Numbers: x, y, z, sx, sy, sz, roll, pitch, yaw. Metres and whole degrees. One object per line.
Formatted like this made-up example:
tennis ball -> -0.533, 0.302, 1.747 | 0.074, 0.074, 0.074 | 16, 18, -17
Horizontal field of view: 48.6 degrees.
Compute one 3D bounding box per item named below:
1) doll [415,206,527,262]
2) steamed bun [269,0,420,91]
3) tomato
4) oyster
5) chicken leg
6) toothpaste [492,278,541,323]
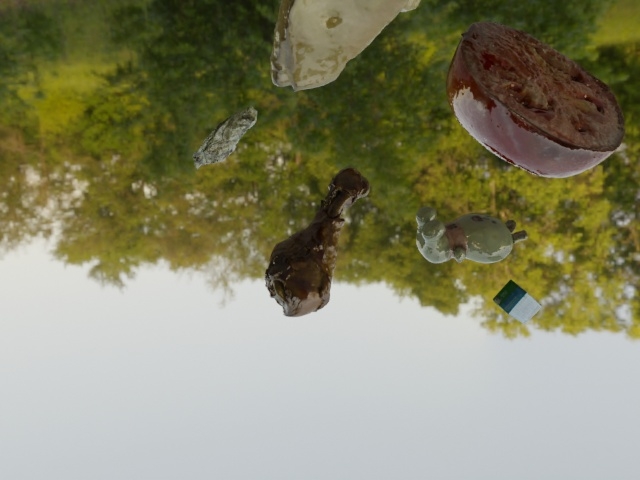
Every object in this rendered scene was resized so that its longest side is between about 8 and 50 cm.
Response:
doll -> 0.320, -0.003, 1.556 | 0.275, 0.113, 0.155 | 4, -154, -25
steamed bun -> 0.075, -0.428, 1.053 | 0.247, 0.428, 0.189 | 7, -130, -17
tomato -> 0.348, -0.221, 1.219 | 0.338, 0.143, 0.338 | 16, -137, -15
oyster -> -0.133, -0.138, 0.990 | 0.098, 0.037, 0.100 | -47, -174, -22
chicken leg -> -0.002, 0.000, 1.071 | 0.107, 0.251, 0.087 | 32, 165, -8
toothpaste -> 0.456, 0.143, 1.627 | 0.050, 0.065, 0.267 | 45, -171, 25
